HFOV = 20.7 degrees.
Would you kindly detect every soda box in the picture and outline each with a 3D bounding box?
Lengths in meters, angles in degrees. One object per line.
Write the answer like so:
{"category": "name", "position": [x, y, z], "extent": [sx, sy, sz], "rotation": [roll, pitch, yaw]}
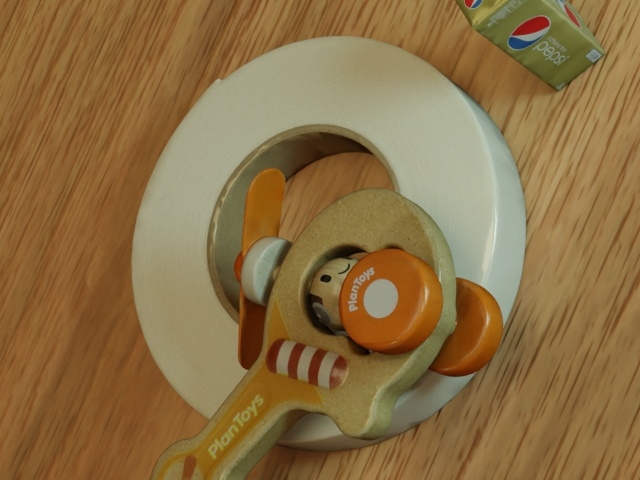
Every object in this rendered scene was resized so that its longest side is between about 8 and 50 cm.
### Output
{"category": "soda box", "position": [0.177, -0.192, 1.510], "extent": [0.058, 0.181, 0.061], "rotation": [-38, 61, 16]}

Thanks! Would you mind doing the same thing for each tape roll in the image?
{"category": "tape roll", "position": [0.000, 0.000, 1.626], "extent": [0.392, 0.072, 0.392], "rotation": [-8, 72, 28]}

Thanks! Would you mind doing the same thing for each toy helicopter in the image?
{"category": "toy helicopter", "position": [-0.034, 0.100, 1.497], "extent": [0.355, 0.140, 0.235], "rotation": [-50, 57, 12]}
